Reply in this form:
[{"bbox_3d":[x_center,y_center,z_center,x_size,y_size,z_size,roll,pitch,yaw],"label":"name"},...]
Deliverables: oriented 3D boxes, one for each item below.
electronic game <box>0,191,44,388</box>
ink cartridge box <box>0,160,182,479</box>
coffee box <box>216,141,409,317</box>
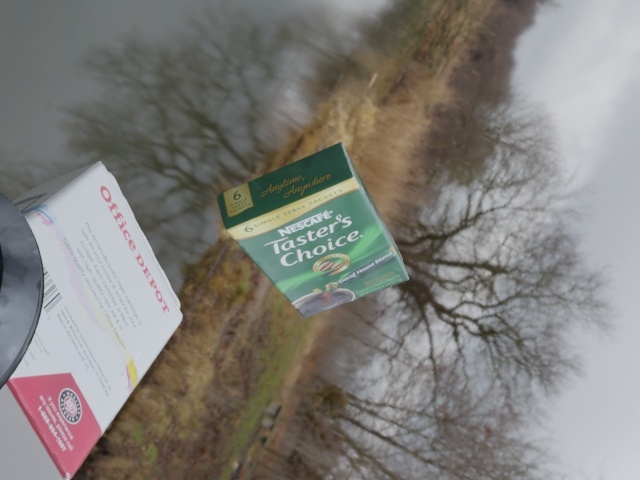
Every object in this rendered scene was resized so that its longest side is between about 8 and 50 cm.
[{"bbox_3d":[-0.309,0.043,0.545,0.229,0.229,0.048,-59,167,-26],"label":"electronic game"},{"bbox_3d":[-0.291,0.079,0.829,0.131,0.226,0.306,-17,-161,17],"label":"ink cartridge box"},{"bbox_3d":[0.000,0.000,0.676,0.184,0.113,0.040,58,14,-56],"label":"coffee box"}]
